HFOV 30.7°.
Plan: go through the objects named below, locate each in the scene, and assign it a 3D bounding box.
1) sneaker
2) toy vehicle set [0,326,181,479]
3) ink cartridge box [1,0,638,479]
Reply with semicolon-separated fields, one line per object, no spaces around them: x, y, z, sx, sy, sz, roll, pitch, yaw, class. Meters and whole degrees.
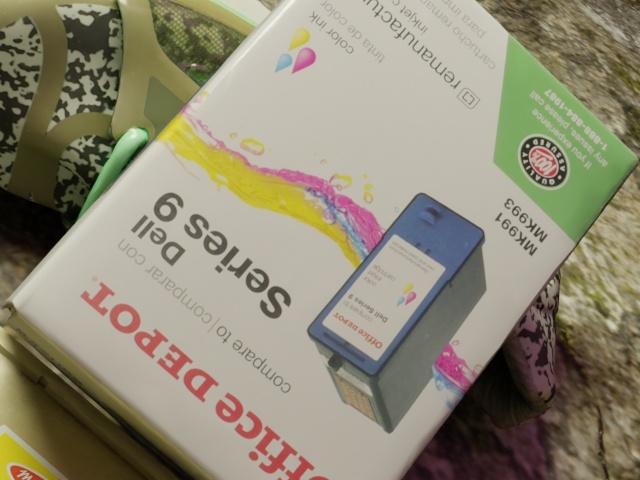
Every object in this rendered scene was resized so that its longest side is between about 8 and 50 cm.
-0.038;-0.010;0.556;0.410;0.158;0.182;13;50;-17;sneaker
-0.120;0.118;0.401;0.267;0.035;0.166;38;34;13;toy vehicle set
0.000;0.000;0.473;0.154;0.093;0.212;43;76;-8;ink cartridge box
